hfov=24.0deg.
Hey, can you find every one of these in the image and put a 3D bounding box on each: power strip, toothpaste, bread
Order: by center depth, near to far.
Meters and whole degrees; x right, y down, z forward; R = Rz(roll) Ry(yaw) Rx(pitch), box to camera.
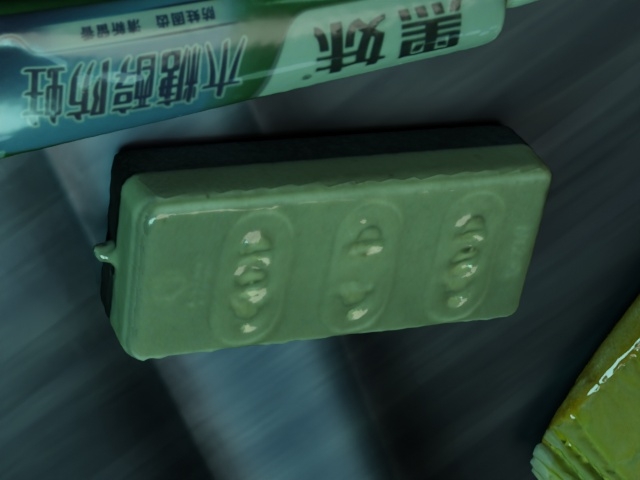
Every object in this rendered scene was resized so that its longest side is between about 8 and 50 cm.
[{"bbox_3d":[-0.054,-0.101,0.745,0.392,0.061,0.099,-14,129,-15],"label":"toothpaste"},{"bbox_3d":[0.000,0.000,0.836,0.256,0.070,0.105,-5,123,-22],"label":"power strip"},{"bbox_3d":[0.271,0.086,0.994,0.152,0.119,0.288,24,108,-32],"label":"bread"}]
